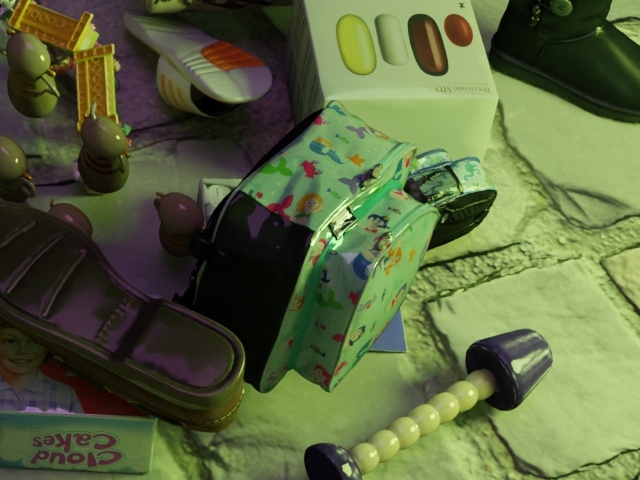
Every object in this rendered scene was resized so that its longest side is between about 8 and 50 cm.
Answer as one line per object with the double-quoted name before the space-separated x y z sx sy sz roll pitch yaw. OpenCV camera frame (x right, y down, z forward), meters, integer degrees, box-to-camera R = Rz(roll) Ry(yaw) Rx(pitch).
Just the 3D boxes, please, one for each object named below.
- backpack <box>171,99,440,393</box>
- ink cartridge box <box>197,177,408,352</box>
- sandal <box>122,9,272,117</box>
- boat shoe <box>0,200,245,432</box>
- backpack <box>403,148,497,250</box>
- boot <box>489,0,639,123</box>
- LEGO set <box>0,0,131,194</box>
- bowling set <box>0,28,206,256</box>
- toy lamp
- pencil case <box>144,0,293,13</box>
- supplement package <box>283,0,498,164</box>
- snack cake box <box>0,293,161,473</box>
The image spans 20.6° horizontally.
"backpack" 0.000 0.000 1.666 0.191 0.225 0.253 26 44 7
"ink cartridge box" -0.018 0.024 1.819 0.208 0.045 0.206 1 49 -11
"sandal" -0.142 -0.187 1.974 0.102 0.076 0.265 -5 27 -32
"boat shoe" -0.207 0.080 1.585 0.307 0.104 0.111 33 60 16
"backpack" 0.123 -0.046 1.858 0.114 0.105 0.084 -17 66 -27
"boot" 0.321 -0.255 2.009 0.246 0.207 0.094 21 49 8
"LEGO set" -0.264 -0.170 1.939 0.132 0.107 0.287 -44 67 2
"bowling set" -0.263 -0.043 1.746 0.287 0.154 0.200 41 74 5
"toy lamp" 0.110 0.164 1.694 0.274 0.080 0.080 -26 58 -28
"pencil case" -0.027 -0.343 2.003 0.410 0.183 0.160 -3 80 -9
"supplement package" 0.073 -0.173 1.936 0.194 0.149 0.203 -2 48 -11
"snack cake box" -0.285 0.127 1.655 0.264 0.089 0.152 4 47 -6
